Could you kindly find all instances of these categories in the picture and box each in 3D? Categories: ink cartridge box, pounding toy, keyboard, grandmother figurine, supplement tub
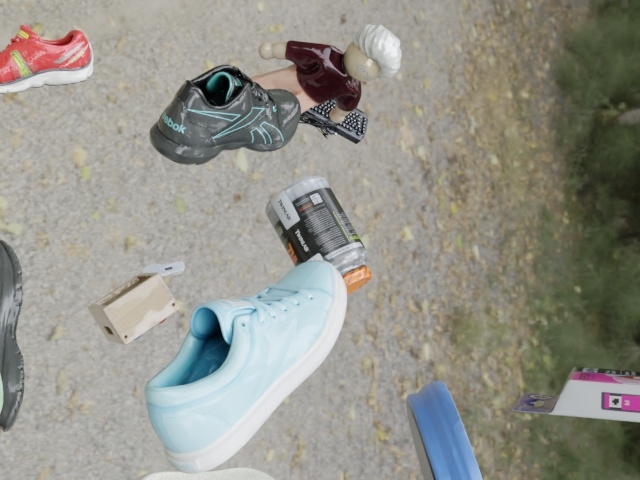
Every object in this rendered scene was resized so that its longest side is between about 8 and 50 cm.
[{"bbox_3d":[0.495,0.243,1.253,0.175,0.370,0.069,5,84,-69],"label":"ink cartridge box"},{"bbox_3d":[-0.307,0.121,1.369,0.130,0.141,0.100,-35,103,-26],"label":"pounding toy"},{"bbox_3d":[0.013,-0.244,1.512,0.192,0.038,0.100,24,64,-24],"label":"keyboard"},{"bbox_3d":[-0.014,-0.257,1.331,0.207,0.342,0.104,25,55,-48],"label":"grandmother figurine"},{"bbox_3d":[0.000,0.000,1.317,0.117,0.117,0.190,-9,66,-55],"label":"supplement tub"}]

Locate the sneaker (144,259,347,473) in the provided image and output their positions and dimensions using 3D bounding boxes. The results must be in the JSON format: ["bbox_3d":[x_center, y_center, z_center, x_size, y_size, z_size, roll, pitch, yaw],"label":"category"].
[{"bbox_3d":[-0.086,0.118,1.038,0.366,0.135,0.150,-52,134,-41],"label":"sneaker"}]

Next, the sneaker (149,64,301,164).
[{"bbox_3d":[-0.104,-0.175,1.070,0.101,0.106,0.267,38,35,18],"label":"sneaker"}]

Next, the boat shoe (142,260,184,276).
[{"bbox_3d":[-0.371,0.072,1.900,0.100,0.035,0.035,-12,69,-13],"label":"boat shoe"}]

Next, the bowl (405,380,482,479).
[{"bbox_3d":[0.240,0.454,1.464,0.391,0.077,0.392,164,-90,-90],"label":"bowl"}]

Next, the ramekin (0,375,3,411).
[{"bbox_3d":[-0.487,0.136,0.792,0.303,0.148,0.303,44,8,-7],"label":"ramekin"}]

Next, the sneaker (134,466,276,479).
[{"bbox_3d":[-0.217,0.481,1.453,0.350,0.148,0.131,22,54,-36],"label":"sneaker"}]

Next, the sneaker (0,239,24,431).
[{"bbox_3d":[-0.461,0.112,1.062,0.130,0.109,0.286,4,50,-26],"label":"sneaker"}]

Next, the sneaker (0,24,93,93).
[{"bbox_3d":[-0.594,-0.365,1.591,0.278,0.107,0.119,-16,121,-25],"label":"sneaker"}]
